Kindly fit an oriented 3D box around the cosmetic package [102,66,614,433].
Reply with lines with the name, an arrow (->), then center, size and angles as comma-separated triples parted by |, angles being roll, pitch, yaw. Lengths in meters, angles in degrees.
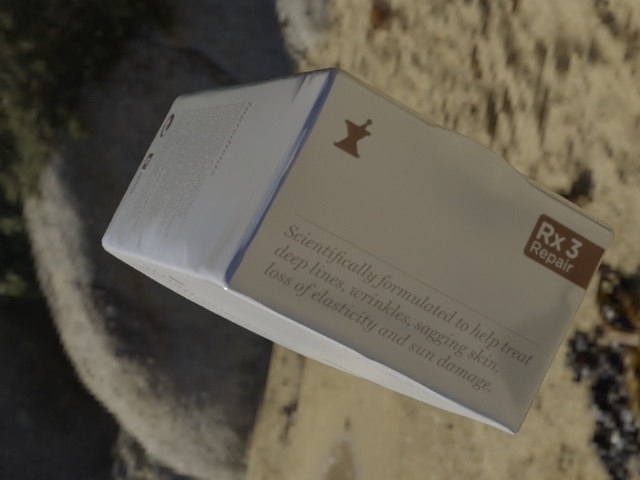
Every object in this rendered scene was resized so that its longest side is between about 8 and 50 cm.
cosmetic package -> 0.000, 0.000, 0.606 | 0.085, 0.117, 0.231 | -63, 16, -4
